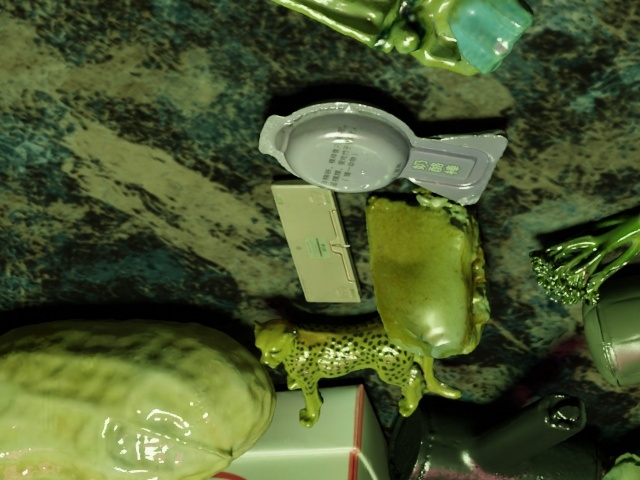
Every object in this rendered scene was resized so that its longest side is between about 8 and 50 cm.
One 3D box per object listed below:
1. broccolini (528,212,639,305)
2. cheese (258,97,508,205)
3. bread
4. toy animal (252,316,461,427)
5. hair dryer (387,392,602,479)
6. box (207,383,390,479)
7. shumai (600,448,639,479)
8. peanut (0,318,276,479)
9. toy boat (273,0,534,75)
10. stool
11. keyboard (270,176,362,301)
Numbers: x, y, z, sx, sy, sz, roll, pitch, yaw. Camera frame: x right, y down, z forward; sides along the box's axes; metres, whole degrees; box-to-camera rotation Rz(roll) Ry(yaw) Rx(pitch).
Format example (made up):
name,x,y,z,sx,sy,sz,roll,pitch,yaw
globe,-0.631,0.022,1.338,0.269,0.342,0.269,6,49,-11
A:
name,x,y,z,sx,sy,sz,roll,pitch,yaw
broccolini,0.273,-0.004,1.380,0.216,0.058,0.067,-24,131,31
cheese,0.046,-0.070,1.331,0.191,0.042,0.105,11,143,-9
bread,0.089,0.041,1.419,0.103,0.110,0.156,-6,141,22
toy animal,0.036,0.108,1.540,0.181,0.073,0.136,-3,140,6
hair dryer,0.190,0.193,1.576,0.197,0.089,0.251,12,160,-10
box,-0.077,0.355,1.679,0.312,0.300,0.314,-5,141,13
shumai,0.378,0.272,1.620,0.218,0.189,0.256,-15,133,18
peanut,-0.211,0.157,1.556,0.340,0.174,0.158,3,-173,8
toy boat,0.011,-0.205,1.134,0.276,0.084,0.111,21,142,-15
stool,0.286,0.073,1.451,0.110,0.096,0.096,-14,139,15
keyboard,0.000,0.000,1.448,0.055,0.017,0.166,0,142,13
